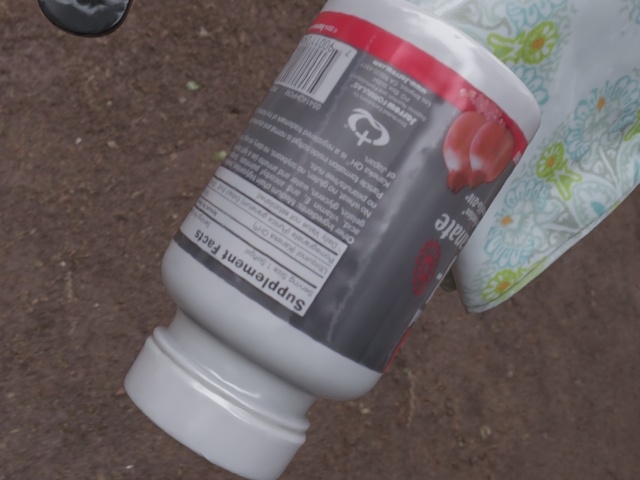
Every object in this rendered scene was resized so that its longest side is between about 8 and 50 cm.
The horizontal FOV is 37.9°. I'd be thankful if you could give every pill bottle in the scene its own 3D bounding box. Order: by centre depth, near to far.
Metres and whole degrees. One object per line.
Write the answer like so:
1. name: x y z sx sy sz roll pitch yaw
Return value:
1. pill bottle: 0.000 0.000 0.658 0.176 0.176 0.318 33 90 -27

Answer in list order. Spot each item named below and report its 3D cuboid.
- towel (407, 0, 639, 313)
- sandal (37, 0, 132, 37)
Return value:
1. towel: 0.224 -0.135 0.927 0.320 0.090 0.374 -37 136 -17
2. sandal: -0.108 -0.197 0.497 0.067 0.040 0.179 12 81 -5
